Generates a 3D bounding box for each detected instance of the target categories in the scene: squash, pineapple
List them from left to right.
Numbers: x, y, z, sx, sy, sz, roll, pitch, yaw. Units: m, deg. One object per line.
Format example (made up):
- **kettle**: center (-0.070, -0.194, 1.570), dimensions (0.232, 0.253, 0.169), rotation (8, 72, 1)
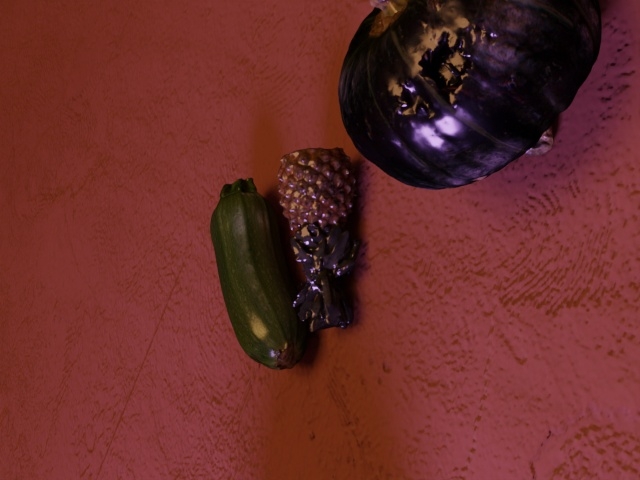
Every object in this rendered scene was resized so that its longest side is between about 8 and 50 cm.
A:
- **squash**: center (-0.062, 0.031, 0.935), dimensions (0.077, 0.068, 0.219), rotation (120, 144, -45)
- **pineapple**: center (0.000, 0.000, 0.858), dimensions (0.074, 0.074, 0.159), rotation (-19, 74, 53)
- **squash**: center (0.099, -0.126, 0.668), dimensions (0.193, 0.155, 0.193), rotation (-167, 90, -78)
